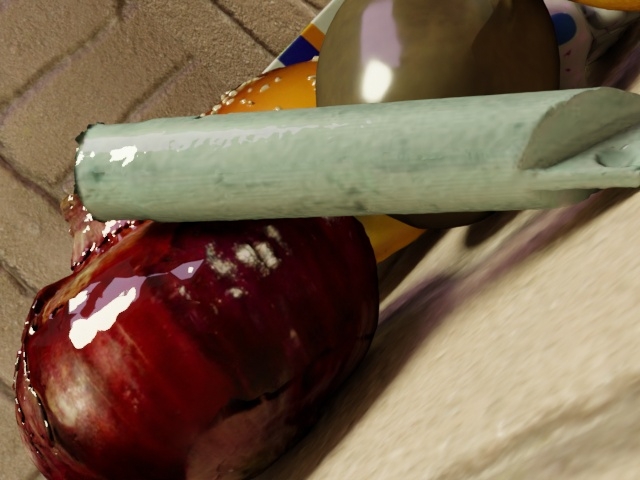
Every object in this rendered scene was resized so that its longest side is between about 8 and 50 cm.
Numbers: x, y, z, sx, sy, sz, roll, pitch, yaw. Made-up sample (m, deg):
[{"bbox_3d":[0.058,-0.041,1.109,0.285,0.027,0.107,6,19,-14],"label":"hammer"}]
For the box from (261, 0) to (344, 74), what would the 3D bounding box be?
[{"bbox_3d":[0.081,-0.178,1.200,0.299,0.200,0.106,-49,6,-22],"label":"box"}]

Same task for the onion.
[{"bbox_3d":[-0.089,0.051,0.730,0.252,0.219,0.252,-40,-1,-1],"label":"onion"}]

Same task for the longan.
[{"bbox_3d":[0.077,-0.098,0.759,0.189,0.189,0.189,-47,5,5],"label":"longan"}]

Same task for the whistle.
[{"bbox_3d":[0.015,-0.042,0.603,0.312,0.062,0.062,-1,27,22],"label":"whistle"}]

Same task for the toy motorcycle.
[{"bbox_3d":[0.173,-0.157,0.889,0.150,0.102,0.221,-27,3,-12],"label":"toy motorcycle"}]

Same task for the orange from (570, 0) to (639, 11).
[{"bbox_3d":[0.191,-0.258,0.689,0.240,0.240,0.240,-47,5,5],"label":"orange"}]

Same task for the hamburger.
[{"bbox_3d":[-0.012,-0.061,0.945,0.246,0.170,0.246,-27,7,4],"label":"hamburger"}]
